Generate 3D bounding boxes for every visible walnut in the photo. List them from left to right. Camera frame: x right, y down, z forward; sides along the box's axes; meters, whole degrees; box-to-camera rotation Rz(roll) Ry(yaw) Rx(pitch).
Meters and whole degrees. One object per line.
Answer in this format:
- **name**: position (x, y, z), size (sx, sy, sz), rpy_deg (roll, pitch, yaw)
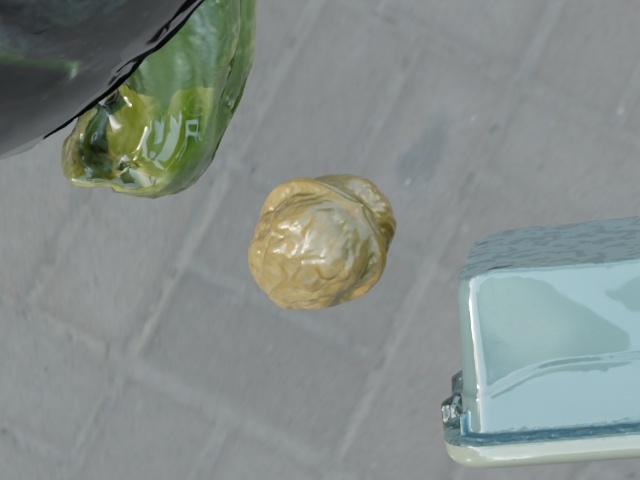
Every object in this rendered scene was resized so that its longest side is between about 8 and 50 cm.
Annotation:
- **walnut**: position (0.000, 0.000, 1.127), size (0.082, 0.096, 0.079), rpy_deg (49, 50, -1)

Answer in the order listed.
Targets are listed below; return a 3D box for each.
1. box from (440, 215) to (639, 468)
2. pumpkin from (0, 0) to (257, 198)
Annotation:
- **box**: position (0.182, 0.059, 1.097), size (0.227, 0.162, 0.130), rpy_deg (-5, 100, 11)
- **pumpkin**: position (-0.092, -0.130, 0.463), size (0.296, 0.296, 0.296), rpy_deg (2, 76, -7)
